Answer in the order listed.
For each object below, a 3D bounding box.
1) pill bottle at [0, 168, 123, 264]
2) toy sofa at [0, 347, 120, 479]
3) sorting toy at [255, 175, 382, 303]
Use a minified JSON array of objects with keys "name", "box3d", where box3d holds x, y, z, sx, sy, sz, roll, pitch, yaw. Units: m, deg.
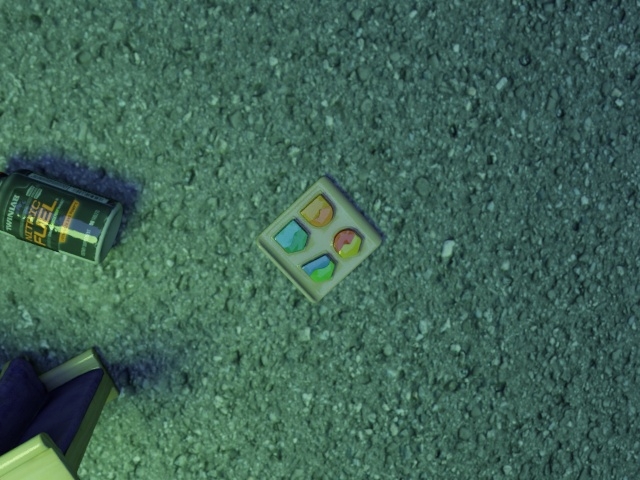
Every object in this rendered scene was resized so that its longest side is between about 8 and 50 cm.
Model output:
[{"name":"pill bottle","box3d":[-0.512,-0.052,1.038,0.245,0.130,0.131,20,92,-9]},{"name":"toy sofa","box3d":[-0.482,0.306,0.960,0.150,0.362,0.177,-28,104,-5]},{"name":"sorting toy","box3d":[0.000,0.000,1.165,0.208,0.038,0.193,-44,99,-3]}]
